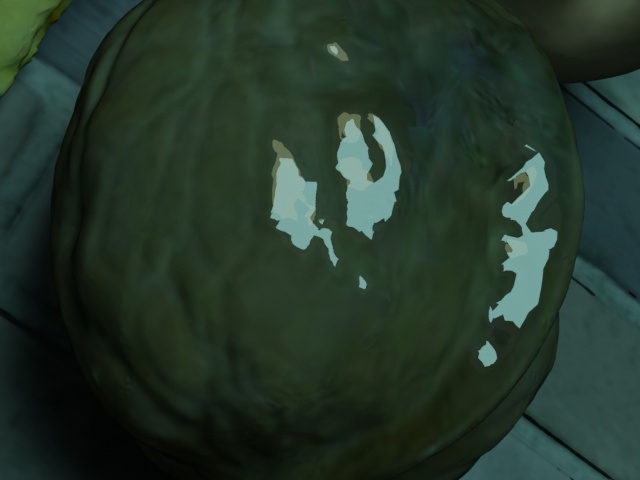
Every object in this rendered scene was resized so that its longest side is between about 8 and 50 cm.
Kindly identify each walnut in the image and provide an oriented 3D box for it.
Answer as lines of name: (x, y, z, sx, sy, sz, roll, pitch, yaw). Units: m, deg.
walnut: (0.000, 0.000, 0.730, 0.224, 0.224, 0.224, 16, 57, -27)

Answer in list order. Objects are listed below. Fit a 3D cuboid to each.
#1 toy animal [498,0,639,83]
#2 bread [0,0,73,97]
toy animal: (0.128, -0.236, 0.940, 0.237, 0.269, 0.326, 19, 88, -24)
bread: (-0.203, -0.223, 0.825, 0.346, 0.242, 0.405, 31, 85, -21)
